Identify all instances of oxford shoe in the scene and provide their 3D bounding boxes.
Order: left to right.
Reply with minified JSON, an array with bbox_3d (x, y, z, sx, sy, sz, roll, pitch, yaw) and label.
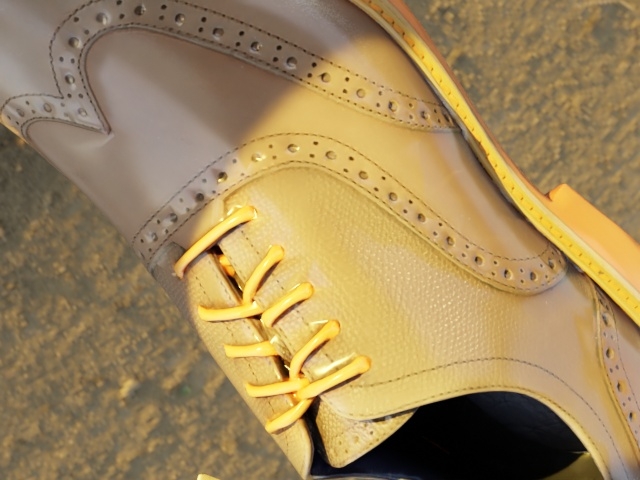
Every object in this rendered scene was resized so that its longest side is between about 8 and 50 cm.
[{"bbox_3d":[0.000,0.000,0.407,0.364,0.132,0.130,33,133,-17],"label":"oxford shoe"}]

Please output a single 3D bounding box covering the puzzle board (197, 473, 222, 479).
[{"bbox_3d":[-0.041,0.224,0.769,0.128,0.096,0.011,28,150,-28],"label":"puzzle board"}]
